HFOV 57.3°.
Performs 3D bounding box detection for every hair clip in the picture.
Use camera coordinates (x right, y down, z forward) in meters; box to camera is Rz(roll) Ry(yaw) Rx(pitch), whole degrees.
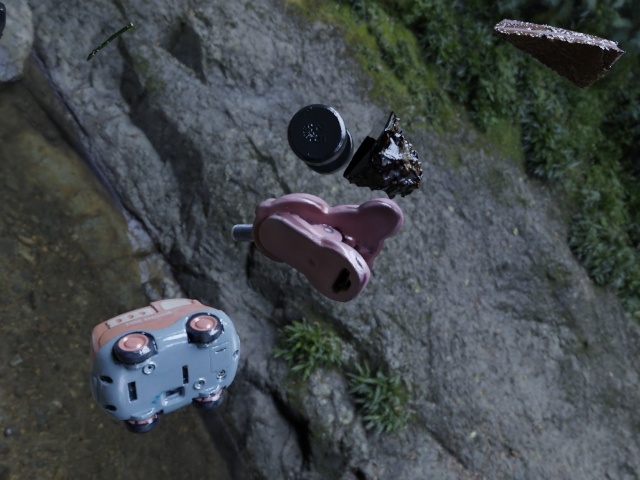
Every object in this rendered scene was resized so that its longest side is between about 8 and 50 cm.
[{"bbox_3d":[0.004,-0.005,0.638,0.138,0.123,0.102,30,36,11],"label":"hair clip"}]

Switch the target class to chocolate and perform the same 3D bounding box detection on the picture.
[{"bbox_3d":[0.136,-0.143,1.098,0.133,0.156,0.156,33,27,-11],"label":"chocolate"}]

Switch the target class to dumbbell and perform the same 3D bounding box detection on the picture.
[{"bbox_3d":[0.004,-0.264,1.565,0.152,0.152,0.218,66,8,5],"label":"dumbbell"}]

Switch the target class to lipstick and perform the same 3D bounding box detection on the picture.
[{"bbox_3d":[-0.133,-0.016,1.290,0.040,0.141,0.040,-2,93,-60],"label":"lipstick"}]

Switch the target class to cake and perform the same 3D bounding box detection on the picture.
[{"bbox_3d":[0.558,-0.459,1.409,0.295,0.112,0.116,23,38,10],"label":"cake"}]

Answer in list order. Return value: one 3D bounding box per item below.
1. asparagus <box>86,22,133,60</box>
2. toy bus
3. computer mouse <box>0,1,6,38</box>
[{"bbox_3d":[-0.563,-0.528,1.555,0.016,0.163,0.016,58,11,0],"label":"asparagus"},{"bbox_3d":[-0.320,0.225,1.168,0.232,0.288,0.194,32,-52,48],"label":"toy bus"},{"bbox_3d":[-0.652,-0.394,1.009,0.073,0.122,0.217,44,15,22],"label":"computer mouse"}]
